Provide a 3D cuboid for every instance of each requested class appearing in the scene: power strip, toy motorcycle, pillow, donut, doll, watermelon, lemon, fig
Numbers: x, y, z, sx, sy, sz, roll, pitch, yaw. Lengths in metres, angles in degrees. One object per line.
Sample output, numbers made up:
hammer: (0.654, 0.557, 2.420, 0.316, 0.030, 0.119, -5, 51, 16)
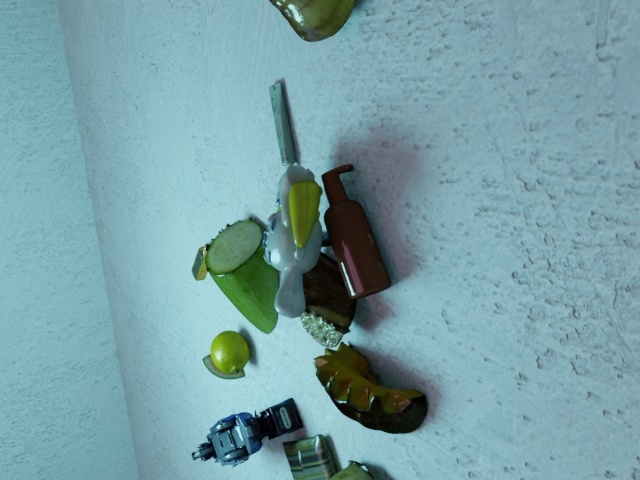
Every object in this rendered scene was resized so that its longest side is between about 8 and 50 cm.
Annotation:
power strip: (-0.356, 0.062, 1.864, 0.049, 0.028, 0.178, 61, 145, 24)
toy motorcycle: (-0.206, 0.526, 1.658, 0.358, 0.212, 0.125, -40, 66, 51)
pillow: (-0.013, 0.587, 1.512, 0.208, 0.052, 0.212, -36, 72, 52)
donut: (0.004, 0.121, 1.253, 0.186, 0.144, 0.126, 35, 143, 15)
doll: (-0.051, -0.015, 1.148, 0.237, 0.111, 0.252, -119, 38, -66)
watermelon: (-0.271, 0.354, 1.827, 0.135, 0.125, 0.094, 31, 99, 13)
lemon: (-0.252, 0.313, 1.725, 0.133, 0.109, 0.109, 61, 146, 37)
fig: (0.011, -0.421, 1.000, 0.231, 0.143, 0.160, -8, 127, 51)

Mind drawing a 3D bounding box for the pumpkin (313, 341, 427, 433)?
pumpkin: (0.074, 0.315, 1.198, 0.254, 0.130, 0.149, 25, 122, 50)

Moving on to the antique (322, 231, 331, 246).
antique: (0.000, 0.000, 1.295, 0.192, 0.015, 0.031, -9, 93, 57)

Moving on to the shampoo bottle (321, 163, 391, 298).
shampoo bottle: (0.056, -0.016, 1.142, 0.085, 0.085, 0.244, -31, 74, 57)

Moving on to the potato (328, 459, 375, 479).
potato: (0.066, 0.614, 1.256, 0.285, 0.242, 0.242, 54, 142, 26)

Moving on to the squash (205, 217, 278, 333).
squash: (-0.160, 0.093, 1.578, 0.189, 0.189, 0.260, 31, 162, 49)

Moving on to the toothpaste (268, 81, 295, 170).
toothpaste: (-0.080, -0.235, 1.315, 0.048, 0.029, 0.197, -8, 92, 55)
